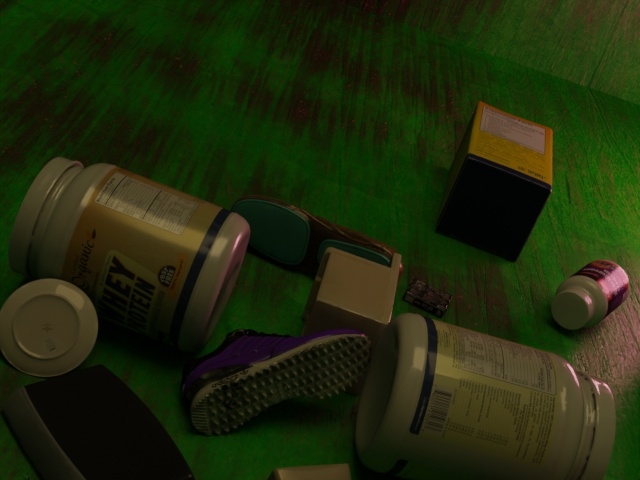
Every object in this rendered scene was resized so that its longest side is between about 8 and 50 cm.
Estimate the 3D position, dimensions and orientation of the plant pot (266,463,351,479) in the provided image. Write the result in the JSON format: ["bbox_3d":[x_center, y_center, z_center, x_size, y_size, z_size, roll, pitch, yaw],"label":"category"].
[{"bbox_3d":[-0.016,0.356,1.241,0.109,0.109,0.096,3,46,-28],"label":"plant pot"}]

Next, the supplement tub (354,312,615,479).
[{"bbox_3d":[0.234,0.255,1.421,0.324,0.235,0.235,16,30,-8],"label":"supplement tub"}]

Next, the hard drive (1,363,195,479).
[{"bbox_3d":[-0.284,0.264,1.269,0.172,0.054,0.254,-12,43,-43],"label":"hard drive"}]

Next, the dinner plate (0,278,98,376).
[{"bbox_3d":[-0.388,0.122,1.382,0.141,0.141,0.017,18,-13,-4],"label":"dinner plate"}]

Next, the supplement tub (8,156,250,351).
[{"bbox_3d":[-0.290,0.016,1.497,0.316,0.228,0.228,21,30,2],"label":"supplement tub"}]

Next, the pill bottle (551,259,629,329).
[{"bbox_3d":[0.541,0.113,1.968,0.108,0.108,0.193,35,33,24],"label":"pill bottle"}]

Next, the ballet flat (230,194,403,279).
[{"bbox_3d":[0.000,0.000,1.815,0.342,0.116,0.124,18,14,16],"label":"ballet flat"}]

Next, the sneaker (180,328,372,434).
[{"bbox_3d":[-0.073,0.173,1.449,0.293,0.102,0.146,-15,32,-19],"label":"sneaker"}]

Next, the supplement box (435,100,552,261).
[{"bbox_3d":[0.400,-0.142,2.213,0.194,0.195,0.356,22,31,2],"label":"supplement box"}]

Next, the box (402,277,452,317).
[{"bbox_3d":[0.204,0.109,1.858,0.083,0.018,0.067,25,30,8],"label":"box"}]

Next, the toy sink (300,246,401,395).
[{"bbox_3d":[0.042,0.114,1.619,0.131,0.153,0.234,20,31,0],"label":"toy sink"}]
